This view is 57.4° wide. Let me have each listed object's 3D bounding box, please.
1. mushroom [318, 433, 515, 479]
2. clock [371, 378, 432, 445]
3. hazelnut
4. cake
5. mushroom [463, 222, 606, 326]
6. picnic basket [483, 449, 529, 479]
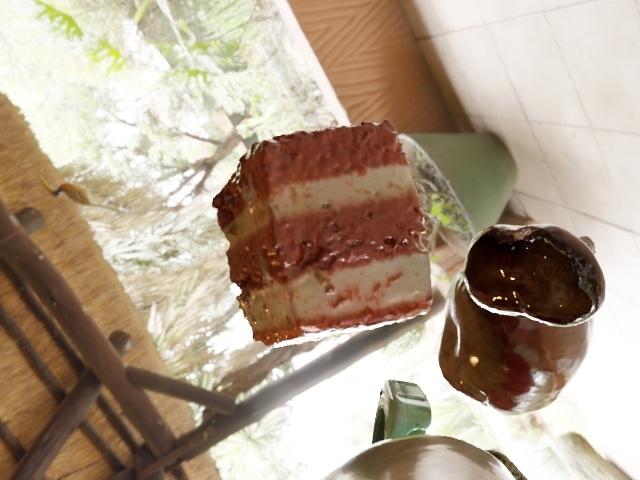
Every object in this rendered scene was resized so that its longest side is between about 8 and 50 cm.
[{"bbox_3d":[0.095,0.317,0.378,0.362,0.294,0.363,3,-90,-78],"label":"mushroom"},{"bbox_3d":[0.113,0.324,0.878,0.159,0.065,0.211,-82,1,-86],"label":"clock"},{"bbox_3d":[0.453,0.226,1.370,0.410,0.358,0.359,85,159,-53],"label":"hazelnut"},{"bbox_3d":[0.000,0.000,0.958,0.269,0.269,0.320,-28,75,65],"label":"cake"},{"bbox_3d":[0.349,0.030,0.848,0.227,0.217,0.148,18,119,58],"label":"mushroom"},{"bbox_3d":[0.256,0.463,0.944,0.154,0.134,0.196,50,-135,-5],"label":"picnic basket"}]
